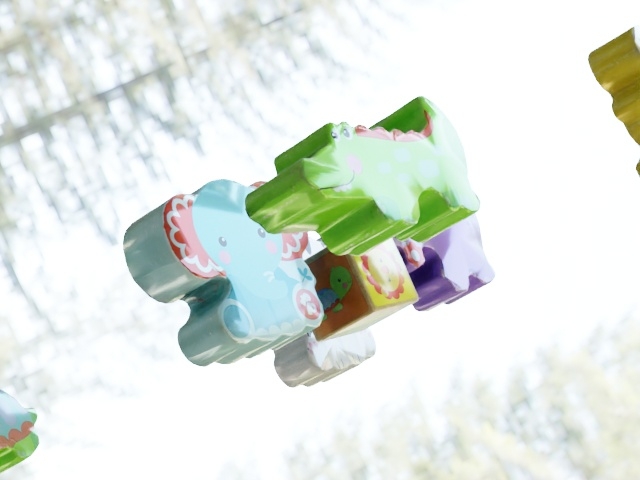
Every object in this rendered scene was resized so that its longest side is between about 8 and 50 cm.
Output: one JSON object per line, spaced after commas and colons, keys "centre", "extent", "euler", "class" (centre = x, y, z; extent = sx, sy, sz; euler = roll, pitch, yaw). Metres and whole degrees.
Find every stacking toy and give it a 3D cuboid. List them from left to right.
{"centre": [0.000, 0.000, 0.458], "extent": [0.167, 0.221, 0.052], "euler": [-31, -102, 35], "class": "stacking toy"}
